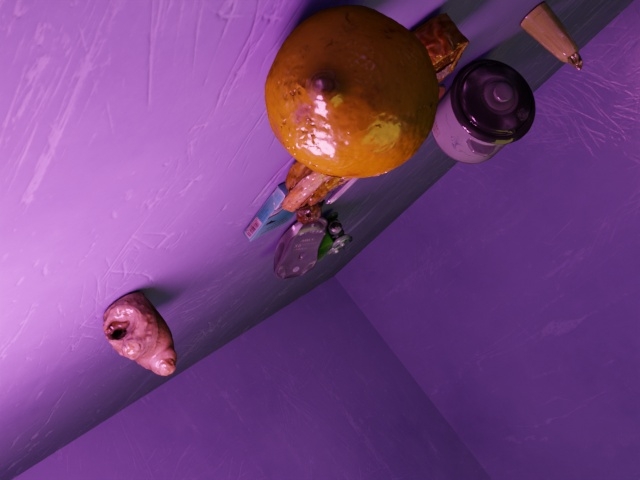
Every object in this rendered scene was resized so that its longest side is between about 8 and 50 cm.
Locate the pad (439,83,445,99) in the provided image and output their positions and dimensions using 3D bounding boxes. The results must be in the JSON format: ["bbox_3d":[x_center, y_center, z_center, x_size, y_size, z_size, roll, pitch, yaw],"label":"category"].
[{"bbox_3d":[0.161,-0.292,1.711,0.286,0.018,0.284,-21,166,-19],"label":"pad"}]

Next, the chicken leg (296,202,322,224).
[{"bbox_3d":[-0.042,-0.097,1.993,0.084,0.069,0.198,-15,167,7],"label":"chicken leg"}]

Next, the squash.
[{"bbox_3d":[0.668,-0.568,1.887,0.094,0.224,0.094,-32,165,-10],"label":"squash"}]

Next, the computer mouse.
[{"bbox_3d":[-0.064,-0.010,2.250,0.167,0.090,0.379,-6,139,-36],"label":"computer mouse"}]

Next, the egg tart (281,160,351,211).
[{"bbox_3d":[0.014,-0.182,1.611,0.290,0.107,0.291,-36,176,-3],"label":"egg tart"}]

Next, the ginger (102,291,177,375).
[{"bbox_3d":[-0.442,0.245,1.661,0.130,0.221,0.275,-28,179,-3],"label":"ginger"}]

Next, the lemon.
[{"bbox_3d":[0.046,-0.220,1.000,0.258,0.258,0.310,-42,174,25],"label":"lemon"}]

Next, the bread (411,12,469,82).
[{"bbox_3d":[0.192,-0.363,1.392,0.222,0.096,0.181,-35,172,-4],"label":"bread"}]

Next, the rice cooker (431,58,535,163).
[{"bbox_3d":[0.480,-0.381,1.981,0.316,0.264,0.317,-165,-90,-82],"label":"rice cooker"}]

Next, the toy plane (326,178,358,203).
[{"bbox_3d":[0.100,-0.193,2.060,0.226,0.058,0.226,-34,175,-7],"label":"toy plane"}]

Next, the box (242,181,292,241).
[{"bbox_3d":[-0.100,-0.094,1.794,0.162,0.041,0.229,-31,169,-43],"label":"box"}]

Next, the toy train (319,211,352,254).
[{"bbox_3d":[0.000,0.000,2.464,0.188,0.132,0.243,-26,168,-19],"label":"toy train"}]
